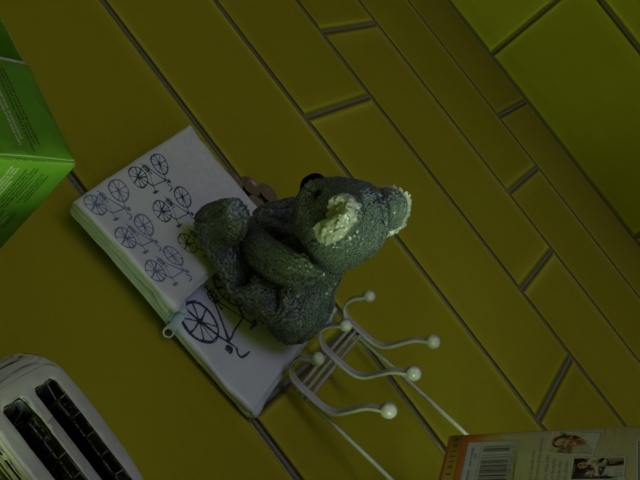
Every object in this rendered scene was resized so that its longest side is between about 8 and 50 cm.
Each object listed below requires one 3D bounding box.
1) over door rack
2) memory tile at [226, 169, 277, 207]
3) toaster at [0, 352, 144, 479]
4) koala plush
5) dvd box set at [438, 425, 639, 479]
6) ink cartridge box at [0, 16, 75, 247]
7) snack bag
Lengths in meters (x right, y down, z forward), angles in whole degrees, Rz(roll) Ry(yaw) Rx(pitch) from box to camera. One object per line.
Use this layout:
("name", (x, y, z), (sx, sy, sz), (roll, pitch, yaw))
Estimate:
("over door rack", (0.118, 0.232, 1.412), (0.324, 0.108, 0.239), (53, 28, -2))
("memory tile", (-0.107, -0.052, 1.532), (0.148, 0.012, 0.113), (18, 42, -46))
("toaster", (-0.245, 0.203, 0.857), (0.227, 0.146, 0.129), (53, 28, 3))
("koala plush", (0.000, 0.000, 1.314), (0.196, 0.221, 0.203), (-4, 65, -60))
("dvd box set", (0.327, 0.320, 1.175), (0.307, 0.420, 0.062), (-61, 140, -59))
("ink cartridge box", (-0.370, -0.119, 1.020), (0.097, 0.189, 0.255), (-1, 55, -55))
("snack bag", (-0.129, 0.030, 1.351), (0.342, 0.037, 0.323), (51, 28, -5))
